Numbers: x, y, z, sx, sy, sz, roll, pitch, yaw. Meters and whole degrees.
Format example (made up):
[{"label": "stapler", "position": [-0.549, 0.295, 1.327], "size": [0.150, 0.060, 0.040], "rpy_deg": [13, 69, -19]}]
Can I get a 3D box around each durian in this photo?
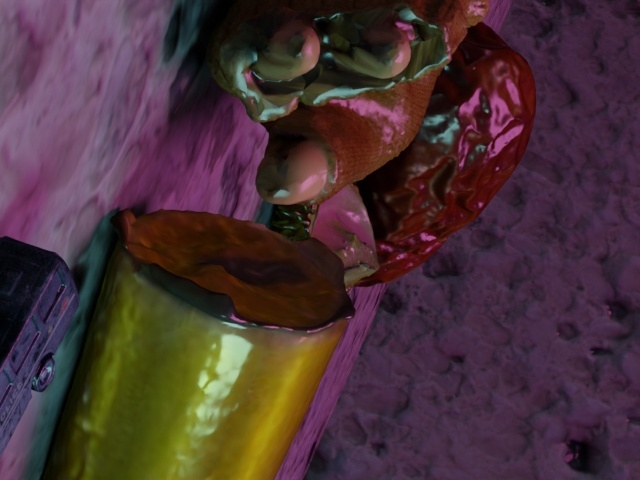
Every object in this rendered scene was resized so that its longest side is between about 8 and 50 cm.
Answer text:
[{"label": "durian", "position": [-0.010, -0.002, 1.492], "size": [0.221, 0.095, 0.137], "rpy_deg": [-19, 94, -78]}]

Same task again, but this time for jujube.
[{"label": "jujube", "position": [0.099, -0.092, 1.638], "size": [0.342, 0.216, 0.216], "rpy_deg": [-57, -179, 36]}]

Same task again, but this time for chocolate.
[{"label": "chocolate", "position": [-0.129, 0.192, 1.016], "size": [0.162, 0.162, 0.445], "rpy_deg": [-51, 165, -67]}]

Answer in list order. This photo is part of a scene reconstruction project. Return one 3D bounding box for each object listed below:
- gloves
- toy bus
[{"label": "gloves", "position": [0.013, -0.134, 1.030], "size": [0.203, 0.155, 0.356], "rpy_deg": [-61, 180, 11]}, {"label": "toy bus", "position": [-0.171, 0.079, 0.724], "size": [0.065, 0.047, 0.166], "rpy_deg": [89, 22, -59]}]
